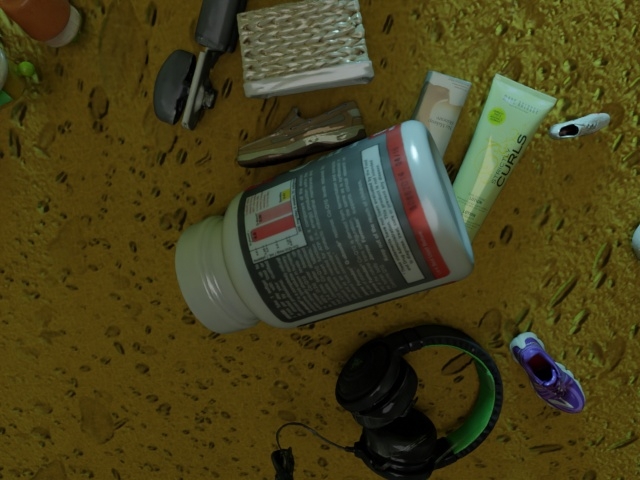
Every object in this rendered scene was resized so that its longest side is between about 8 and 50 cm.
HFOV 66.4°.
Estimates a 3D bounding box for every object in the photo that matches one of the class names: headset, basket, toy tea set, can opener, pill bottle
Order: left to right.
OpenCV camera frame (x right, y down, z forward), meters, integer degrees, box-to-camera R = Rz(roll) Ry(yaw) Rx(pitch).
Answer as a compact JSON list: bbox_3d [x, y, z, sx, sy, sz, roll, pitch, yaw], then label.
[{"bbox_3d":[-0.486,-0.242,0.700,0.336,0.124,0.200,-12,78,11],"label":"toy tea set"},{"bbox_3d":[-0.161,-0.289,0.659,0.095,0.076,0.283,18,108,-3],"label":"can opener"},{"bbox_3d":[-0.018,-0.251,0.644,0.167,0.113,0.103,-7,104,6],"label":"basket"},{"bbox_3d":[0.000,0.000,0.664,0.363,0.210,0.210,-19,106,19],"label":"pill bottle"},{"bbox_3d":[0.110,0.293,0.779,0.394,0.185,0.243,-21,106,-1],"label":"headset"}]

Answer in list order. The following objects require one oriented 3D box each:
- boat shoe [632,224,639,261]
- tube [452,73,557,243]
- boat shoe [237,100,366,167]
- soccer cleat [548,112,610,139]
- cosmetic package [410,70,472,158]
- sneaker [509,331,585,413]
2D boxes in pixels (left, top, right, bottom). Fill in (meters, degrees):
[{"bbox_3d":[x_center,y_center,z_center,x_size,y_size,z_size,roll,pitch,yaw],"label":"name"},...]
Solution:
[{"bbox_3d":[0.625,0.068,0.679,0.340,0.158,0.127,23,109,-4],"label":"boat shoe"},{"bbox_3d":[0.238,-0.107,0.703,0.070,0.062,0.240,11,109,-41],"label":"tube"},{"bbox_3d":[-0.033,-0.157,0.707,0.190,0.068,0.072,-14,95,-1],"label":"boat shoe"},{"bbox_3d":[0.365,-0.158,0.686,0.083,0.035,0.029,-11,107,8],"label":"soccer cleat"},{"bbox_3d":[0.162,-0.174,0.692,0.060,0.041,0.115,16,109,-2],"label":"cosmetic package"},{"bbox_3d":[0.372,0.229,0.798,0.068,0.071,0.170,-42,102,16],"label":"sneaker"}]
